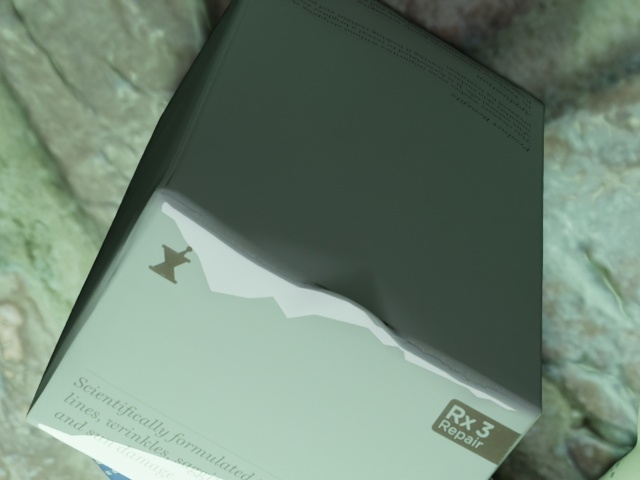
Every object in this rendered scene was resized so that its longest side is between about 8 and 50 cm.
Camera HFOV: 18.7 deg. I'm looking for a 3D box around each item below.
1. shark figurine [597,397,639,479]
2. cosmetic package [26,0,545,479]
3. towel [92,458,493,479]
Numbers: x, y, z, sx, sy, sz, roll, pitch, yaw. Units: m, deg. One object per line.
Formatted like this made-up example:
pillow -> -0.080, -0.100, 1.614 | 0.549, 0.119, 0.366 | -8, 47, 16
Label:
shark figurine -> 0.292, 0.173, 1.263 | 0.116, 0.278, 0.166 | 14, 91, -36
cosmetic package -> 0.000, 0.000, 1.081 | 0.217, 0.385, 0.156 | 31, 117, -7
towel -> 0.015, 0.194, 1.341 | 0.243, 0.040, 0.336 | -23, 120, 27
